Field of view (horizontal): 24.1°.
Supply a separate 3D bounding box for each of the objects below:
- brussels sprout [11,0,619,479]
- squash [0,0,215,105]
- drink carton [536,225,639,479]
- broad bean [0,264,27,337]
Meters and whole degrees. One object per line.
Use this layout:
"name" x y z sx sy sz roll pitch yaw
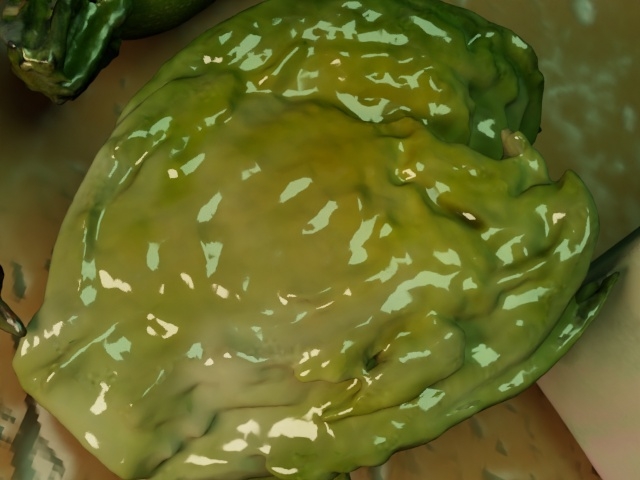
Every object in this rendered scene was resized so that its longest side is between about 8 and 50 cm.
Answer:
"brussels sprout" -0.001 0.001 0.444 0.181 0.100 0.139 -35 85 -6
"squash" 0.006 -0.144 0.522 0.080 0.071 0.318 41 54 22
"drink carton" 0.209 -0.013 0.501 0.271 0.161 0.108 -29 81 -32
"broad bean" -0.198 -0.094 0.423 0.077 0.061 0.339 -37 85 -22
